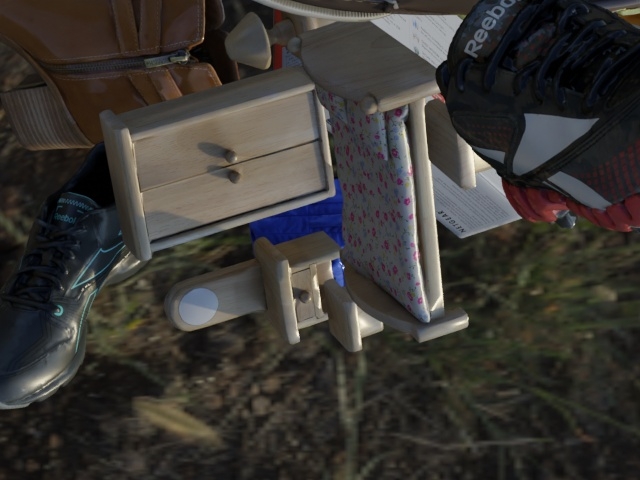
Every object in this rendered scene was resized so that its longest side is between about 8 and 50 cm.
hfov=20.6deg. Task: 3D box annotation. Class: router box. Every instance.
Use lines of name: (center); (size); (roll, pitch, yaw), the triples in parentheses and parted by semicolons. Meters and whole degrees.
router box: (0.084, -0.207, 1.748); (0.335, 0.082, 0.301); (36, 44, -45)

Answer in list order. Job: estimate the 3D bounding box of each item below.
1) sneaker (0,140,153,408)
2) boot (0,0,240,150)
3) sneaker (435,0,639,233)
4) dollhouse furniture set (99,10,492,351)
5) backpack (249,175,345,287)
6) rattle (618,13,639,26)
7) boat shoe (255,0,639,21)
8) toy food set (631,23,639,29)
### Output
sneaker: (-0.224, 0.025, 1.453); (0.101, 0.106, 0.267); (13, 45, 17)
boot: (-0.203, -0.211, 1.531); (0.109, 0.220, 0.283); (-55, 131, -59)
sneaker: (0.134, -0.074, 0.909); (0.135, 0.276, 0.097); (45, 81, -11)
dollhouse furniture set: (-0.017, 0.008, 1.272); (0.174, 0.355, 0.303); (-17, 119, -17)
backpack: (0.000, 0.000, 1.563); (0.120, 0.098, 0.101); (-7, 64, 0)
rattle: (0.352, -0.260, 1.752); (0.130, 0.200, 0.142); (12, 74, -29)
boat shoe: (0.093, -0.185, 1.057); (0.324, 0.097, 0.116); (0, 99, -16)
toy food set: (0.326, -0.108, 1.271); (0.192, 0.038, 0.132); (7, 52, -21)
